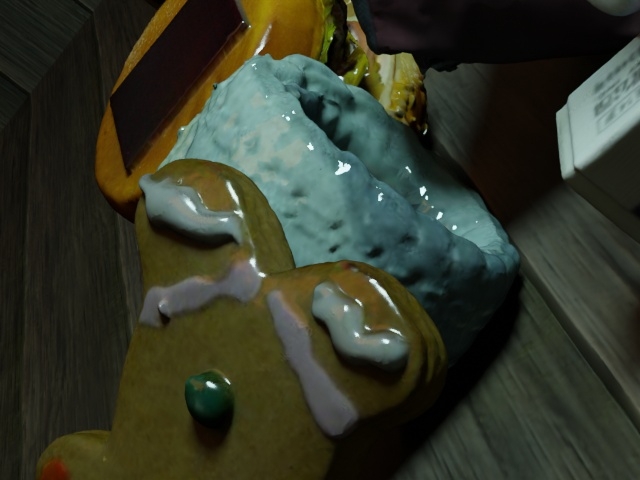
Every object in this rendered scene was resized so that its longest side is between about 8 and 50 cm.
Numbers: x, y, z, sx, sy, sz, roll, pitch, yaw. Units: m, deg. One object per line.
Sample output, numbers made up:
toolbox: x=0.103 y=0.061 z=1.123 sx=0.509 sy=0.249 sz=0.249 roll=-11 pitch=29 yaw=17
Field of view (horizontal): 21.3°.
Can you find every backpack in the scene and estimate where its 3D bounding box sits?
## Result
backpack: x=0.169 y=-0.240 z=1.210 sx=0.283 sy=0.197 sz=0.317 roll=-5 pitch=26 yaw=12

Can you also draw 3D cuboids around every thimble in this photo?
thimble: x=0.000 y=0.000 z=1.165 sx=0.172 sy=0.250 sz=0.205 roll=-50 pitch=-8 yaw=18

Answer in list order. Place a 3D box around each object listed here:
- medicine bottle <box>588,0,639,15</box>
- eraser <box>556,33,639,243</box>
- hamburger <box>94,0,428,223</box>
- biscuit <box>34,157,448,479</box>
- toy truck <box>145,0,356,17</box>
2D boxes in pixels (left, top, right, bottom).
medicine bottle: x=0.247 y=-0.254 z=0.947 sx=0.273 sy=0.165 sz=0.165 roll=-29 pitch=19 yaw=-4
eraser: x=0.264 y=-0.101 z=0.898 sx=0.279 sy=0.124 sz=0.081 roll=-42 pitch=24 yaw=30
hamburger: x=-0.042 y=-0.097 z=1.448 sx=0.291 sy=0.225 sz=0.291 roll=-42 pitch=30 yaw=31
biscuit: x=-0.081 y=0.185 z=1.053 sx=0.283 sy=0.064 sz=0.432 roll=33 pitch=109 yaw=34
toy truck: x=-0.043 y=-0.304 z=1.756 sx=0.204 sy=0.288 sz=0.211 roll=-59 pitch=8 yaw=-18
